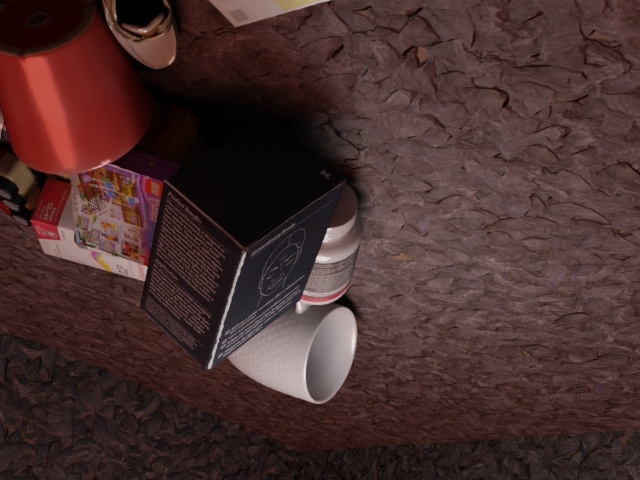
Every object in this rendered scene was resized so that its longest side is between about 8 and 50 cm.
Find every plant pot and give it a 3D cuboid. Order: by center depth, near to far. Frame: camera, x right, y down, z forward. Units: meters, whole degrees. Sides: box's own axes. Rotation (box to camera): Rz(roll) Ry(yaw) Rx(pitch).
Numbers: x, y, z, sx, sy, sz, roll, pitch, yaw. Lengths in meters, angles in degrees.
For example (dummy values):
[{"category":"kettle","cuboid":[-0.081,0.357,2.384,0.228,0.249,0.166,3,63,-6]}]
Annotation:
[{"category":"plant pot","cuboid":[-0.455,-0.296,1.630,0.275,0.275,0.243,8,143,14]}]

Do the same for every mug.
[{"category":"mug","cuboid":[-0.111,0.234,2.556,0.328,0.276,0.374,14,127,29]}]

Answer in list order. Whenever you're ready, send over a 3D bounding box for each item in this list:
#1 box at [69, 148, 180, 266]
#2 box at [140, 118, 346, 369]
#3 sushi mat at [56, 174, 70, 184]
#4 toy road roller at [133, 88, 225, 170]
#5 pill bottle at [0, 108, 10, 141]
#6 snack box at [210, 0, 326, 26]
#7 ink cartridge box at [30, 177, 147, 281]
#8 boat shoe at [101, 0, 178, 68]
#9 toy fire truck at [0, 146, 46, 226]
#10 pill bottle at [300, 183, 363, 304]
[{"category":"box","cuboid":[-0.382,-0.068,1.810,0.201,0.057,0.293,19,142,2]},{"category":"box","cuboid":[-0.161,0.012,1.829,0.212,0.293,0.395,40,139,17]},{"category":"sushi mat","cuboid":[-0.579,-0.125,2.307,0.152,0.019,0.316,15,156,-2]},{"category":"toy road roller","cuboid":[-0.378,-0.180,1.887,0.330,0.202,0.240,-14,131,38]},{"category":"pill bottle","cuboid":[-0.624,-0.254,1.960,0.194,0.108,0.108,20,155,-12]},{"category":"snack box","cuboid":[-0.056,-0.423,1.353,0.322,0.060,0.187,-5,149,36]},{"category":"ink cartridge box","cuboid":[-0.547,-0.021,2.331,0.306,0.131,0.226,16,156,1]},{"category":"boat shoe","cuboid":[-0.297,-0.370,1.505,0.113,0.103,0.302,-24,151,-2]},{"category":"toy fire truck","cuboid":[-0.815,-0.145,2.269,0.246,0.158,0.217,23,157,11]},{"category":"pill bottle","cuboid":[0.000,0.000,2.054,0.176,0.176,0.318,14,150,2]}]
